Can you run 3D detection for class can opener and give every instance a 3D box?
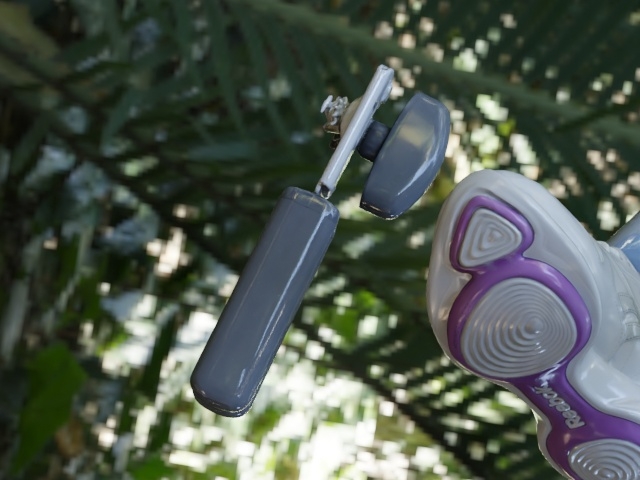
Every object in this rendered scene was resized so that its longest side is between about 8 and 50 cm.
[{"bbox_3d":[0.000,0.000,1.097,0.280,0.093,0.074,-59,173,-13],"label":"can opener"}]

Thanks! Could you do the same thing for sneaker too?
[{"bbox_3d":[0.156,0.043,1.062,0.305,0.114,0.152,55,31,-41],"label":"sneaker"}]

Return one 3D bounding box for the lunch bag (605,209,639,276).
[{"bbox_3d":[0.426,0.086,1.276,0.328,0.385,0.239,-42,171,-14],"label":"lunch bag"}]
